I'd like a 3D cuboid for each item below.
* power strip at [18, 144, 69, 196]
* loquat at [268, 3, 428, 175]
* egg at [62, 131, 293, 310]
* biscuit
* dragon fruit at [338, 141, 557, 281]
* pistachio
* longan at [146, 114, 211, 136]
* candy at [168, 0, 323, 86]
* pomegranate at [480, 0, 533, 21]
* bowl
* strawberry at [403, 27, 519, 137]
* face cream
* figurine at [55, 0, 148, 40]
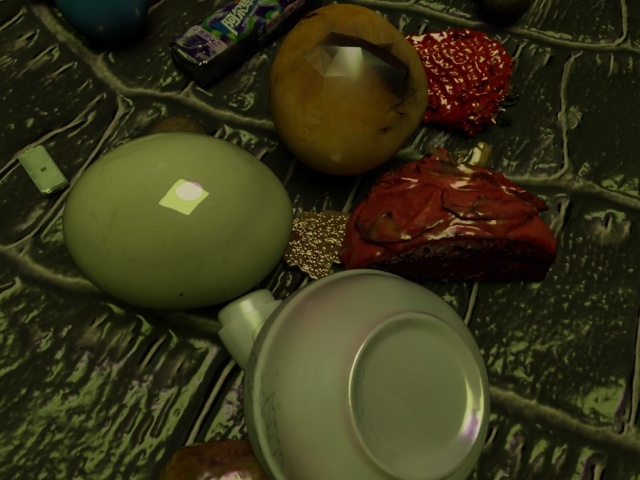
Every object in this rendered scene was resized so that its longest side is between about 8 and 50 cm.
[{"bbox_3d":[-0.412,-0.104,0.699,0.040,0.016,0.090,-36,73,-18],"label":"power strip"},{"bbox_3d":[0.038,-0.208,0.674,0.235,0.235,0.234,2,66,-4],"label":"loquat"},{"bbox_3d":[-0.169,-0.023,0.576,0.270,0.219,0.218,-5,66,-11],"label":"egg"},{"bbox_3d":[0.000,0.000,0.690,0.130,0.019,0.119,-30,72,-17],"label":"biscuit"},{"bbox_3d":[0.189,-0.061,0.656,0.317,0.152,0.204,0,63,-10],"label":"dragon fruit"},{"bbox_3d":[-0.101,0.276,0.540,0.173,0.049,0.089,-2,67,-6],"label":"pistachio"},{"bbox_3d":[-0.200,-0.133,0.691,0.114,0.092,0.113,7,53,-9],"label":"longan"},{"bbox_3d":[-0.121,-0.391,0.832,0.088,0.061,0.312,38,68,14],"label":"candy"},{"bbox_3d":[0.343,-0.484,0.899,0.115,0.114,0.142,-40,50,-20],"label":"pomegranate"},{"bbox_3d":[0.070,0.163,0.512,0.287,0.144,0.286,6,72,-21],"label":"bowl"},{"bbox_3d":[0.214,-0.283,0.791,0.287,0.106,0.188,8,64,-1],"label":"strawberry"},{"bbox_3d":[-0.078,0.117,0.592,0.091,0.091,0.095,-25,79,-15],"label":"face cream"},{"bbox_3d":[-0.383,-0.550,0.777,0.298,0.243,0.415,-14,110,-20],"label":"figurine"}]
